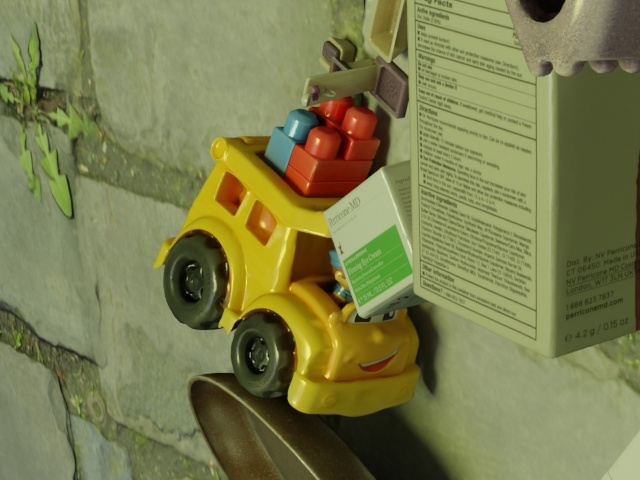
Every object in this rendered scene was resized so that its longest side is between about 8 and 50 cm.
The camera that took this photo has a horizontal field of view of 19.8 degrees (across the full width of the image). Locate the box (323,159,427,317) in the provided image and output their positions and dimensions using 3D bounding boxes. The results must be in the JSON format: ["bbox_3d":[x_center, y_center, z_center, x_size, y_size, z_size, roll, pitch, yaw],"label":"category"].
[{"bbox_3d":[0.076,-0.007,1.318,0.101,0.102,0.087,-37,69,58],"label":"box"}]

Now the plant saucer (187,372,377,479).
[{"bbox_3d":[0.004,0.223,1.495,0.310,0.050,0.310,46,161,20],"label":"plant saucer"}]

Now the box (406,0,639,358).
[{"bbox_3d":[0.146,-0.066,1.156,0.148,0.127,0.232,26,124,52],"label":"box"}]

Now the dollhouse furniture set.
[{"bbox_3d":[0.015,-0.154,1.374,0.091,0.081,0.114,48,140,38],"label":"dollhouse furniture set"}]

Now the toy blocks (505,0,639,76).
[{"bbox_3d":[0.255,-0.037,0.674,0.288,0.309,0.260,-167,75,-67],"label":"toy blocks"}]

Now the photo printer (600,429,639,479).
[{"bbox_3d":[0.298,0.211,1.043,0.307,0.107,0.256,57,143,27],"label":"photo printer"}]

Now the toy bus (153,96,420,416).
[{"bbox_3d":[0.000,0.000,1.430,0.220,0.149,0.211,44,122,38],"label":"toy bus"}]
